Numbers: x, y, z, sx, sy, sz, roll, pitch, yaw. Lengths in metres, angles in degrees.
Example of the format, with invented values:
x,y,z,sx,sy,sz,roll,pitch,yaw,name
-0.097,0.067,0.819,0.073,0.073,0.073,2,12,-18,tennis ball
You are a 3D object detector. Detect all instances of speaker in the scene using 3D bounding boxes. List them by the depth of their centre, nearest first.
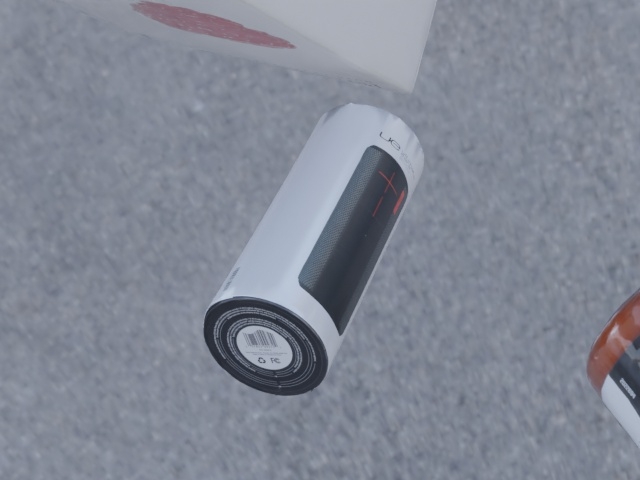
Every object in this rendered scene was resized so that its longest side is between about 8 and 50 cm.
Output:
x,y,z,sx,sy,sz,roll,pitch,yaw,name
0.000,0.000,0.595,0.055,0.055,0.136,3,40,23,speaker

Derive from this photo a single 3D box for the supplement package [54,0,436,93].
x,y,z,sx,sy,sz,roll,pitch,yaw,name
-0.064,-0.184,0.579,0.178,0.293,0.175,15,91,24,supplement package

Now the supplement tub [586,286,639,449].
x,y,z,sx,sy,sz,roll,pitch,yaw,name
0.209,0.099,0.593,0.106,0.106,0.198,-31,60,-6,supplement tub
